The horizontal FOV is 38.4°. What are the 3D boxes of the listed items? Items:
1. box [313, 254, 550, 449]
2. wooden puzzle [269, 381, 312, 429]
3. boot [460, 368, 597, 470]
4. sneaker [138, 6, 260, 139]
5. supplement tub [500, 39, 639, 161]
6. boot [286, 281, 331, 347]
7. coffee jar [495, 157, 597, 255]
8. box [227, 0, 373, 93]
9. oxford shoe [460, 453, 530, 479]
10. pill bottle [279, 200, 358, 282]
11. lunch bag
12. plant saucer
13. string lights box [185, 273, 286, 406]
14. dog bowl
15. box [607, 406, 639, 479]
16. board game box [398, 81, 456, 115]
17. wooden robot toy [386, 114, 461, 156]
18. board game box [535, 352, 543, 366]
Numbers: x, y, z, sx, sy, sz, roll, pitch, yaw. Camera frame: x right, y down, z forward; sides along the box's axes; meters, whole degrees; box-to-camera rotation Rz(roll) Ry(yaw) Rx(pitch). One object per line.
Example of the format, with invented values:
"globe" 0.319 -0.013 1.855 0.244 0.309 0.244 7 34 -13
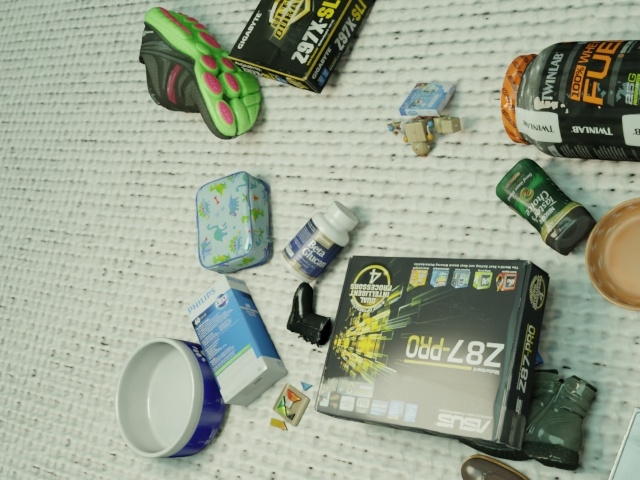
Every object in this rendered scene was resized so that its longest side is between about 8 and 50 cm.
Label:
"box" 0.197 0.190 1.672 0.395 0.097 0.318 2 73 39
"wooden puzzle" -0.064 0.346 1.935 0.079 0.014 0.116 21 88 38
"boot" 0.357 0.304 1.617 0.247 0.083 0.161 2 65 37
"sneaker" -0.306 -0.385 2.262 0.483 0.185 0.202 53 126 38
"supplement tub" 0.499 -0.240 1.585 0.338 0.207 0.207 7 80 37
"boot" -0.017 0.158 1.940 0.099 0.045 0.121 21 96 41
"coffee jar" 0.410 -0.060 1.674 0.096 0.079 0.184 -49 54 14
"box" -0.033 -0.512 2.109 0.257 0.079 0.322 25 82 36
"oxford shoe" 0.330 0.462 1.559 0.271 0.098 0.097 41 101 37
"pill bottle" 0.000 0.000 1.943 0.169 0.094 0.094 -49 54 14
"lunch bag" -0.204 -0.039 2.107 0.176 0.090 0.219 -19 66 30
"plant saucer" 0.555 0.025 1.570 0.200 0.037 0.200 -12 68 33
"string lights box" -0.189 0.218 2.025 0.133 0.077 0.259 -40 56 19
"dog bowl" -0.338 0.352 2.061 0.265 0.104 0.264 -11 73 37
"box" 0.520 0.422 1.419 0.169 0.087 0.290 21 89 24
"board game box" 0.220 -0.291 1.894 0.090 0.020 0.090 6 49 36
"wooden robot toy" 0.215 -0.213 1.888 0.173 0.076 0.079 -1 111 36
"board game box" 0.294 0.171 1.707 0.160 0.047 0.210 -37 56 22
